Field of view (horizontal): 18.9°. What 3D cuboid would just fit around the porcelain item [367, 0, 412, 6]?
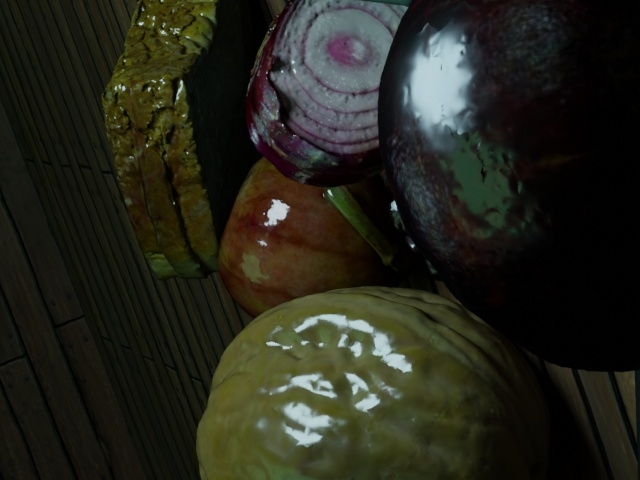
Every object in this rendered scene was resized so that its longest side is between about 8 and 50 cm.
[{"bbox_3d":[0.037,-0.321,1.244,0.281,0.157,0.286,102,180,-62],"label":"porcelain item"}]

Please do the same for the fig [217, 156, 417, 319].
[{"bbox_3d":[0.000,0.001,1.899,0.205,0.205,0.205,53,157,34],"label":"fig"}]

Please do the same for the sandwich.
[{"bbox_3d":[-0.127,-0.130,1.975,0.301,0.099,0.271,-78,-22,-50],"label":"sandwich"}]

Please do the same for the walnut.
[{"bbox_3d":[0.045,0.179,1.750,0.333,0.333,0.333,53,157,34],"label":"walnut"}]

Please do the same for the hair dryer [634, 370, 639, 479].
[{"bbox_3d":[0.280,0.185,1.481,0.189,0.107,0.352,36,140,52],"label":"hair dryer"}]

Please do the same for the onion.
[{"bbox_3d":[0.047,-0.124,1.662,0.218,0.195,0.140,26,159,-5],"label":"onion"}]

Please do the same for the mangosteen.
[{"bbox_3d":[0.180,-0.071,1.193,0.297,0.293,0.297,45,-169,-11],"label":"mangosteen"}]
